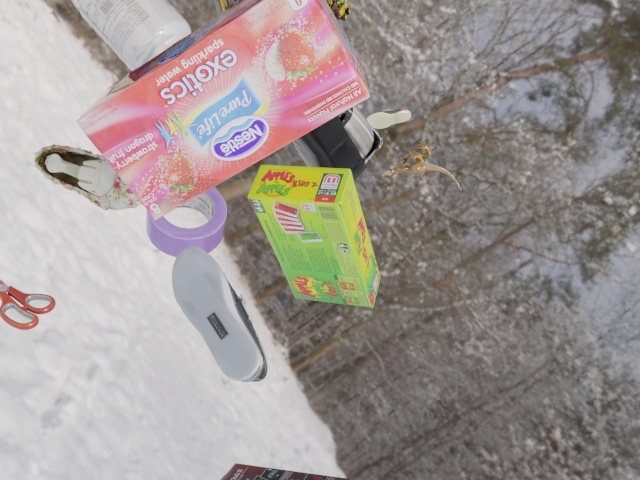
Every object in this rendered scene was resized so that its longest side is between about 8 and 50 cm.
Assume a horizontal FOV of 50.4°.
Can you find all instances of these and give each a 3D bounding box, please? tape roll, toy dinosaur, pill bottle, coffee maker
[{"bbox_3d":[-0.323,-0.055,1.635,0.189,0.189,0.080,51,-33,21],"label":"tape roll"},{"bbox_3d":[0.267,-0.197,1.782,0.112,0.212,0.064,85,11,-49],"label":"toy dinosaur"},{"bbox_3d":[-0.303,-0.363,1.199,0.229,0.131,0.131,47,-12,6],"label":"pill bottle"},{"bbox_3d":[-0.004,-0.160,1.025,0.120,0.171,0.178,12,-22,33],"label":"coffee maker"}]

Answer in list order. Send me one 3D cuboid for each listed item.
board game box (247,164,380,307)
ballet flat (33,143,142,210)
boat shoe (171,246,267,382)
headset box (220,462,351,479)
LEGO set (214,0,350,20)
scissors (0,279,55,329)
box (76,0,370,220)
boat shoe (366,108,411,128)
[{"bbox_3d":[0.000,0.000,0.697,0.092,0.043,0.181,5,-35,20],"label":"board game box"},{"bbox_3d":[-0.370,-0.102,1.082,0.241,0.091,0.077,14,-3,32],"label":"ballet flat"},{"bbox_3d":[-0.195,0.150,1.376,0.306,0.113,0.105,52,2,22],"label":"boat shoe"},{"bbox_3d":[-0.088,0.596,1.407,0.110,0.294,0.217,-34,123,-70],"label":"headset box"},{"bbox_3d":[-0.101,-0.597,1.544,0.332,0.255,0.192,8,-48,24],"label":"LEGO set"},{"bbox_3d":[-0.723,0.113,1.531,0.297,0.109,0.021,25,-46,22],"label":"scissors"},{"bbox_3d":[-0.109,-0.174,0.805,0.154,0.300,0.142,57,14,-25],"label":"box"},{"bbox_3d":[0.192,-0.356,1.968,0.043,0.137,0.049,-127,-154,-61],"label":"boat shoe"}]
